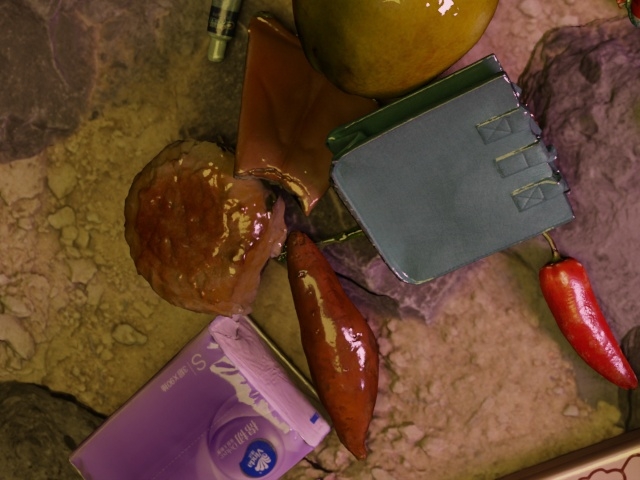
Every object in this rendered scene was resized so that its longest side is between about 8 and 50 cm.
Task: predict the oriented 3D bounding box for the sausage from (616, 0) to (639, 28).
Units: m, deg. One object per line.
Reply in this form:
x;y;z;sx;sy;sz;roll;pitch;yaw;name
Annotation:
0.507;-0.286;1.586;0.263;0.083;0.083;11;105;14;sausage

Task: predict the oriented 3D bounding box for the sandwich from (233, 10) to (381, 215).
-0.058;-0.172;1.724;0.245;0.063;0.212;40;75;4;sandwich

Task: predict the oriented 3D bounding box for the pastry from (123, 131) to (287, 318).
-0.168;-0.022;1.809;0.235;0.121;0.257;28;108;23;pastry

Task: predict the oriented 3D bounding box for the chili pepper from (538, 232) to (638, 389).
0.357;0.099;1.728;0.071;0.063;0.272;-25;98;32;chili pepper

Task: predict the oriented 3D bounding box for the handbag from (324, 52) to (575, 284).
0.172;-0.091;1.671;0.274;0.100;0.269;-27;126;16;handbag

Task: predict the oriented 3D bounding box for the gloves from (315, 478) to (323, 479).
-0.045;0.456;1.884;0.127;0.111;0.212;37;105;17;gloves

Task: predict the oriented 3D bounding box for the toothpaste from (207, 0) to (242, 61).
-0.128;-0.360;1.774;0.062;0.037;0.216;16;101;12;toothpaste

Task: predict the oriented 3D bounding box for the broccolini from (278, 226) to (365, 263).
0.000;0.000;1.828;0.139;0.030;0.035;-19;61;14;broccolini

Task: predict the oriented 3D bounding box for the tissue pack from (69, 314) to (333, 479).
-0.181;0.299;1.872;0.338;0.160;0.242;-43;88;19;tissue pack

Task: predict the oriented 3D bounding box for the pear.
0.097;-0.329;1.607;0.269;0.269;0.321;36;124;6;pear

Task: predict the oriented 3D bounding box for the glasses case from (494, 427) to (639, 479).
0.394;0.366;1.767;0.336;0.076;0.144;-25;95;20;glasses case

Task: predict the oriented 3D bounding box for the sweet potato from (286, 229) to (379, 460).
0.029;0.157;1.807;0.112;0.112;0.359;-8;106;17;sweet potato
